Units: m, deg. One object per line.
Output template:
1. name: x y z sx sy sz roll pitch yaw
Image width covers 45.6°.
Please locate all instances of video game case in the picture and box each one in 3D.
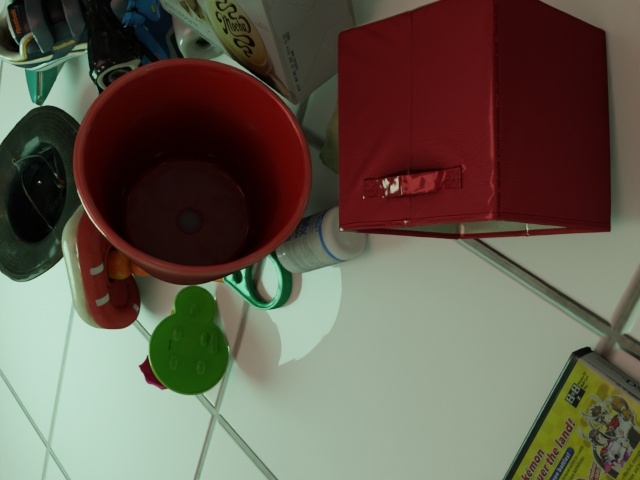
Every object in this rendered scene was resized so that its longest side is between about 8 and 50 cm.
1. video game case: 0.290 0.283 0.728 0.248 0.035 0.275 39 123 36

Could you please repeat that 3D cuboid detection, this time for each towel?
1. towel: 0.059 -0.115 0.927 0.148 0.027 0.110 34 119 39

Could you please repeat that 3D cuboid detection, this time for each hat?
1. hat: -0.505 -0.083 1.453 0.331 0.134 0.332 -3 84 30

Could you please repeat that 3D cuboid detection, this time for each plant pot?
1. plant pot: -0.167 -0.059 0.988 0.243 0.274 0.275 128 126 -70

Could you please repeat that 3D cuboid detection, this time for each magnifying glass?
1. magnifying glass: -0.127 0.052 1.148 0.231 0.026 0.092 4 98 47

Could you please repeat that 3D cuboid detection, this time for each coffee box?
1. coffee box: -0.099 -0.322 0.937 0.297 0.119 0.168 41 163 31

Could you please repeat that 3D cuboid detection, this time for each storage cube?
1. storage cube: 0.143 -0.102 0.712 0.183 0.215 0.193 -3 86 47

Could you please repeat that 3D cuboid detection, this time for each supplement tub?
1. supplement tub: 0.000 0.000 0.972 0.107 0.071 0.071 -18 82 45

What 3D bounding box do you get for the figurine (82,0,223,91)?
1. figurine: -0.258 -0.354 1.126 0.214 0.092 0.210 -20 77 1

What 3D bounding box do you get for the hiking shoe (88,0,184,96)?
1. hiking shoe: -0.294 -0.283 1.201 0.113 0.132 0.304 11 101 45

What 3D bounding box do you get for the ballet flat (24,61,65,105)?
1. ballet flat: -0.538 -0.386 1.482 0.083 0.087 0.248 -16 86 53

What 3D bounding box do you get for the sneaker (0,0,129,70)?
1. sneaker: -0.448 -0.380 1.307 0.321 0.127 0.126 -20 81 28

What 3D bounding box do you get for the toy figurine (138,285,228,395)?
1. toy figurine: -0.237 0.174 1.233 0.159 0.130 0.173 -31 50 54

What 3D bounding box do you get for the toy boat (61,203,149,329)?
1. toy boat: -0.339 0.043 1.300 0.151 0.151 0.231 1 120 4
